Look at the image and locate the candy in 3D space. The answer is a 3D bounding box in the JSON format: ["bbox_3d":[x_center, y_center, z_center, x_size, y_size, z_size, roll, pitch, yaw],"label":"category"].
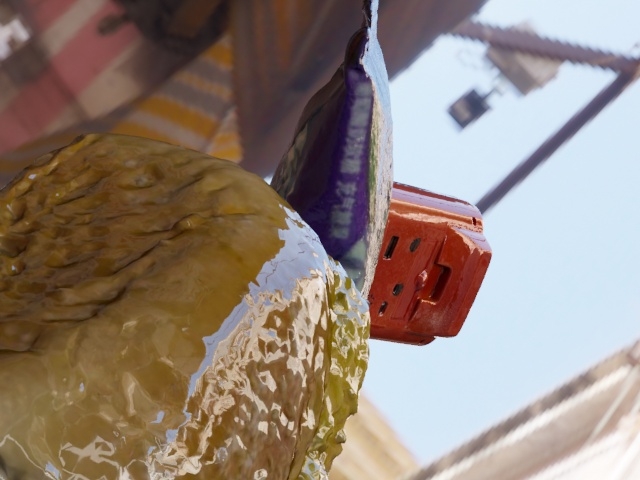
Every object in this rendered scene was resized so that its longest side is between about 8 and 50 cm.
[{"bbox_3d":[0.000,0.000,0.991,0.070,0.145,0.275,14,-76,-2],"label":"candy"}]

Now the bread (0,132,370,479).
[{"bbox_3d":[-0.085,0.092,0.704,0.176,0.246,0.195,17,-52,23],"label":"bread"}]

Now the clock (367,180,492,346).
[{"bbox_3d":[0.047,0.018,1.221,0.061,0.155,0.113,30,-78,38],"label":"clock"}]
